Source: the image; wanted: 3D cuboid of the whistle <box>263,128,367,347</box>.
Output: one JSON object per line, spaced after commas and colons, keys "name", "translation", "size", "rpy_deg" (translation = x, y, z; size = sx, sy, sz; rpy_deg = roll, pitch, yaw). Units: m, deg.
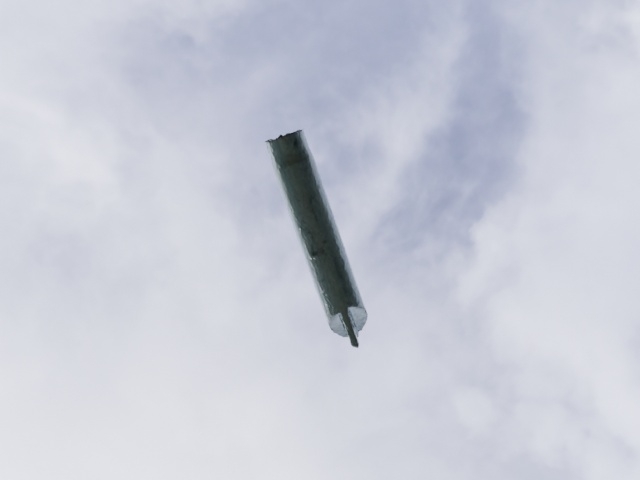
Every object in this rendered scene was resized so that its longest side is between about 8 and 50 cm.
{"name": "whistle", "translation": [0.000, 0.000, 0.985], "size": [0.062, 0.062, 0.312], "rpy_deg": [-21, -82, -10]}
